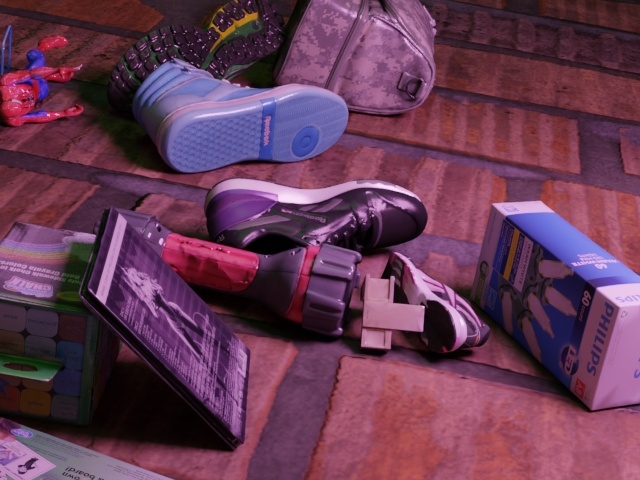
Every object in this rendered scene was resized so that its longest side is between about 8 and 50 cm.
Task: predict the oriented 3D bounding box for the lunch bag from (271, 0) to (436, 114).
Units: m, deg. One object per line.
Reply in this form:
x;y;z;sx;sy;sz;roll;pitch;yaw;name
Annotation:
0.075;-0.346;2.273;0.256;0.212;0.305;24;24;-8;lunch bag

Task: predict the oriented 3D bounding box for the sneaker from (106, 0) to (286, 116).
-0.206;-0.274;2.132;0.343;0.146;0.134;-31;87;-39;sneaker

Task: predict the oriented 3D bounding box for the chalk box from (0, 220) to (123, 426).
-0.270;0.090;1.286;0.132;0.132;0.213;11;25;0;chalk box

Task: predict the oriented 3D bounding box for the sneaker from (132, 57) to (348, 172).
-0.130;-0.205;1.964;0.319;0.127;0.208;-8;35;-34;sneaker

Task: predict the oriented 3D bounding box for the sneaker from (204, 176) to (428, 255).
0.000;0.000;1.642;0.283;0.107;0.124;0;41;-11;sneaker

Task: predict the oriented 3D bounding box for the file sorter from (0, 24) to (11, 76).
-0.557;-0.275;2.004;0.170;0.104;0.118;5;25;-9;file sorter

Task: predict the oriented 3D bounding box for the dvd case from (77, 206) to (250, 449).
-0.146;0.084;1.292;0.221;0.018;0.164;49;18;-23;dvd case

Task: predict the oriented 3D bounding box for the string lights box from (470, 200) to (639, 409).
0.280;0.068;1.517;0.077;0.133;0.259;-3;27;-26;string lights box

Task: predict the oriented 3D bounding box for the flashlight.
-0.109;0.028;1.510;0.304;0.103;0.103;14;28;7;flashlight

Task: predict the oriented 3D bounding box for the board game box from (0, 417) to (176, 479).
-0.181;0.256;1.060;0.317;0.046;0.213;17;27;16;board game box

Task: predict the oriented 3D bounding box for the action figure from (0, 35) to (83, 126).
-0.398;-0.237;1.985;0.139;0.091;0.280;-1;24;8;action figure

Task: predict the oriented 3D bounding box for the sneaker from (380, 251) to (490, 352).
0.132;0.079;1.542;0.077;0.072;0.178;10;27;-33;sneaker

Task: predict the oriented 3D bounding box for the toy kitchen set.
0.080;0.089;1.509;0.068;0.083;0.075;5;-15;-2;toy kitchen set
